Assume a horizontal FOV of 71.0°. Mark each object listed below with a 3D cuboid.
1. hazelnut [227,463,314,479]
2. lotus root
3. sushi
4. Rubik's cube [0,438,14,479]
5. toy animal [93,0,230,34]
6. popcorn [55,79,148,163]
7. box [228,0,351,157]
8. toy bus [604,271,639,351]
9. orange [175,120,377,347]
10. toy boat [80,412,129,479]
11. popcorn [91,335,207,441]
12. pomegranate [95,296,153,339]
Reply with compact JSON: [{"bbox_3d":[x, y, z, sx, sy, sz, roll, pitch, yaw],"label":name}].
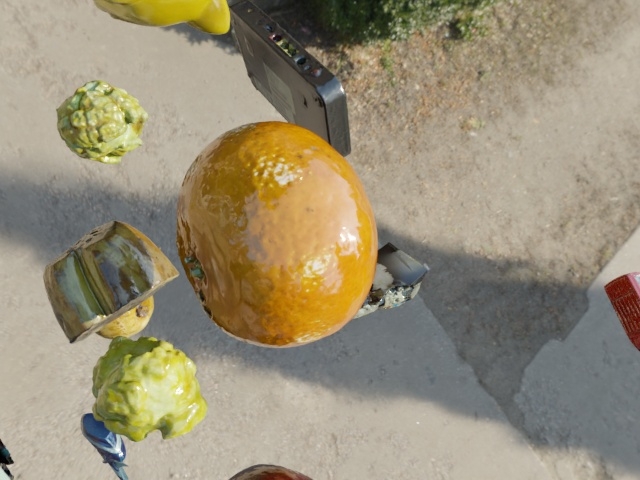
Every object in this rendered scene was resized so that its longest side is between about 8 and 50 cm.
[{"bbox_3d":[-0.117,0.771,1.147,0.421,0.421,0.352,21,57,-14],"label":"hazelnut"},{"bbox_3d":[-0.560,0.099,1.156,0.316,0.316,0.249,-38,103,-26],"label":"lotus root"},{"bbox_3d":[0.130,0.138,1.145,0.273,0.109,0.134,-34,53,-19],"label":"sushi"},{"bbox_3d":[-0.555,0.304,0.454,0.284,0.288,0.293,1,37,-5],"label":"Rubik's cube"},{"bbox_3d":[-0.126,-0.294,0.358,0.156,0.156,0.229,5,107,-20],"label":"toy animal"},{"bbox_3d":[-0.808,-0.418,1.647,0.336,0.279,0.274,-31,113,14],"label":"popcorn"},{"bbox_3d":[-0.065,-0.326,0.925,0.058,0.211,0.350,-35,63,-10],"label":"box"},{"bbox_3d":[0.642,0.159,0.871,0.090,0.081,0.195,4,57,-21],"label":"toy bus"},{"bbox_3d":[-0.095,-0.007,0.842,0.327,0.424,0.423,-20,83,-25],"label":"orange"},{"bbox_3d":[-0.619,0.633,1.336,0.070,0.210,0.291,-34,111,-38],"label":"toy boat"},{"bbox_3d":[-0.409,0.340,1.049,0.235,0.250,0.241,-23,110,-46],"label":"popcorn"},{"bbox_3d":[-0.656,0.216,1.470,0.216,0.215,0.215,6,73,-19],"label":"pomegranate"}]
